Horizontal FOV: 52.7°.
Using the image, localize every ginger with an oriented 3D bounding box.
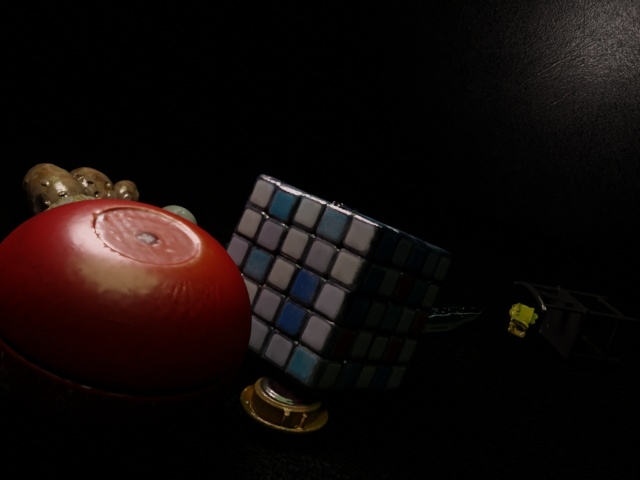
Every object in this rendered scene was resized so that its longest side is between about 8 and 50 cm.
[{"bbox_3d":[-0.654,-0.127,1.756,0.245,0.155,0.304,20,18,33],"label":"ginger"}]

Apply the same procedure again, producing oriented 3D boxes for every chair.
[{"bbox_3d":[0.600,0.196,1.570,0.260,0.141,0.154,11,17,-13],"label":"chair"}]

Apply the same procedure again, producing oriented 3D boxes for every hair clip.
[{"bbox_3d":[0.523,0.203,1.673,0.072,0.046,0.173,26,20,14],"label":"hair clip"}]

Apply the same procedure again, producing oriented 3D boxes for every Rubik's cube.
[{"bbox_3d":[0.014,0.084,1.153,0.292,0.292,0.287,22,1,37],"label":"Rubik's cube"}]

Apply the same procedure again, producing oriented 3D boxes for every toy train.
[{"bbox_3d":[0.300,0.188,1.553,0.234,0.051,0.052,4,18,-39],"label":"toy train"}]

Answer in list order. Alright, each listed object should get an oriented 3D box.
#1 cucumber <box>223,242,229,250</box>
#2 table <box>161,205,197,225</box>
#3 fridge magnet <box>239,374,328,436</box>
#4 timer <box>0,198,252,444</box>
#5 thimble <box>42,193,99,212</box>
[{"bbox_3d":[-0.151,0.056,1.633,0.193,0.085,0.115,9,-28,-6],"label":"cucumber"},{"bbox_3d":[-0.379,-0.002,1.577,0.127,0.126,0.220,11,15,-3],"label":"table"},{"bbox_3d":[-0.056,0.258,1.018,0.143,0.063,0.143,14,16,-4],"label":"fridge magnet"},{"bbox_3d":[-0.286,0.103,0.934,0.378,0.279,0.378,22,22,-9],"label":"timer"},{"bbox_3d":[-0.574,-0.027,1.509,0.191,0.137,0.143,-9,24,-17],"label":"thimble"}]
